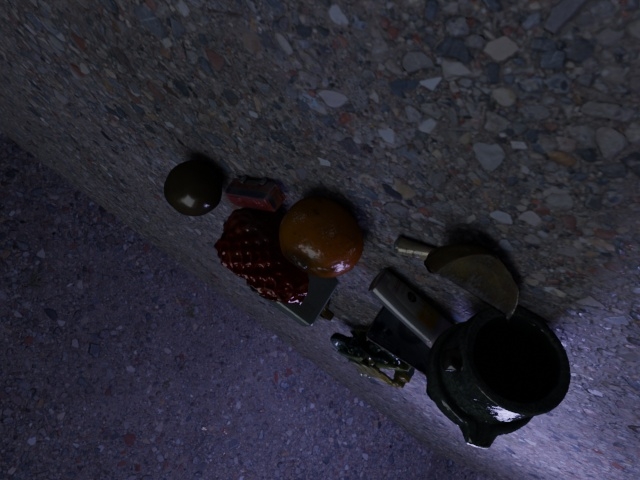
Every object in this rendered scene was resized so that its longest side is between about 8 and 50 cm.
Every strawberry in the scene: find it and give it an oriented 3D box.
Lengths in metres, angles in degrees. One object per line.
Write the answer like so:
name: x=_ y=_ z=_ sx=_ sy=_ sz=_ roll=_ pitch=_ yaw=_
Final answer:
strawberry: x=-0.131 y=0.026 z=1.250 sx=0.265 sy=0.149 sz=0.336 roll=7 pitch=-148 yaw=-44

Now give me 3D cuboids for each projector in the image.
projector: x=-0.096 y=0.145 z=1.507 sx=0.256 sy=0.192 sz=0.099 roll=38 pitch=157 yaw=-11

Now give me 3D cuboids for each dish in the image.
dish: x=0.282 y=0.271 z=1.353 sx=0.243 sy=0.182 sz=0.080 roll=32 pitch=-165 yaw=6

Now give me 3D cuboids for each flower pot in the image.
flower pot: x=0.395 y=0.326 z=1.065 sx=0.299 sy=0.299 sz=0.283 roll=30 pitch=154 yaw=9

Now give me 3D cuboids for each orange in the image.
orange: x=0.000 y=0.000 z=1.108 sx=0.224 sy=0.170 sz=0.224 roll=30 pitch=159 yaw=13

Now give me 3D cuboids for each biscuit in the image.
biscuit: x=-0.032 y=0.236 z=1.809 sx=0.183 sy=0.047 sz=0.320 roll=23 pitch=157 yaw=33

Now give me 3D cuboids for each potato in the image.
potato: x=0.321 y=0.055 z=0.928 sx=0.261 sy=0.100 sz=0.120 roll=29 pitch=-159 yaw=-28

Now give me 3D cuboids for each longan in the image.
longan: x=-0.371 y=-0.152 z=1.330 sx=0.189 sy=0.189 sz=0.189 roll=28 pitch=157 yaw=13

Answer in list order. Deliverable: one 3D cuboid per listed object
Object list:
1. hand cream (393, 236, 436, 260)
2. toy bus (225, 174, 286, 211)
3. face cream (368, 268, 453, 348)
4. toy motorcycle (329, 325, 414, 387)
hand cream: x=0.236 y=0.031 z=1.029 sx=0.143 sy=0.039 sz=0.061 roll=19 pitch=152 yaw=22
toy bus: x=-0.180 y=-0.126 z=1.219 sx=0.192 sy=0.077 sz=0.065 roll=12 pitch=147 yaw=42
face cream: x=0.254 y=0.194 z=1.239 sx=0.269 sy=0.107 sz=0.073 roll=42 pitch=138 yaw=-5
toy motorcycle: x=0.204 y=0.448 z=1.751 sx=0.237 sy=0.169 sz=0.410 roll=40 pitch=157 yaw=-18
